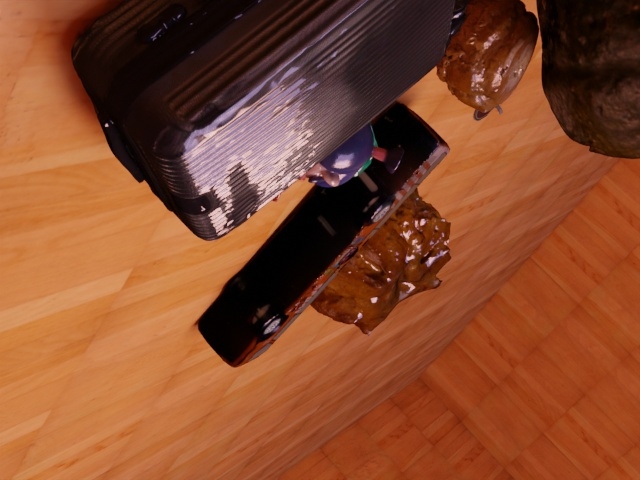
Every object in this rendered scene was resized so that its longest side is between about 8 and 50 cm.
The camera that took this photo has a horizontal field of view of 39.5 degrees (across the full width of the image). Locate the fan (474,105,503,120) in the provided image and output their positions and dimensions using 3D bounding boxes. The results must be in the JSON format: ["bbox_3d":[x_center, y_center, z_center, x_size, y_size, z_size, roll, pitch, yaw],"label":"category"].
[{"bbox_3d":[0.281,-0.220,1.431,0.085,0.005,0.133,-47,162,10],"label":"fan"}]

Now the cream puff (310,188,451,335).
[{"bbox_3d":[0.089,0.016,1.322,0.268,0.155,0.241,-25,151,-33],"label":"cream puff"}]

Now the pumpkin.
[{"bbox_3d":[0.369,-0.222,0.920,0.256,0.226,0.303,-25,-162,-21],"label":"pumpkin"}]

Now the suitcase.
[{"bbox_3d":[-0.020,-0.149,0.666,0.312,0.128,0.202,-40,163,-11],"label":"suitcase"}]

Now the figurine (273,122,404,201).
[{"bbox_3d":[-0.011,-0.087,0.880,0.102,0.112,0.195,-31,177,42],"label":"figurine"}]

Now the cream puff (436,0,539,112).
[{"bbox_3d":[0.189,-0.222,1.032,0.126,0.103,0.144,-55,166,-10],"label":"cream puff"}]

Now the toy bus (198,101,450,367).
[{"bbox_3d":[0.000,0.000,1.157,0.409,0.093,0.092,-47,164,16],"label":"toy bus"}]
